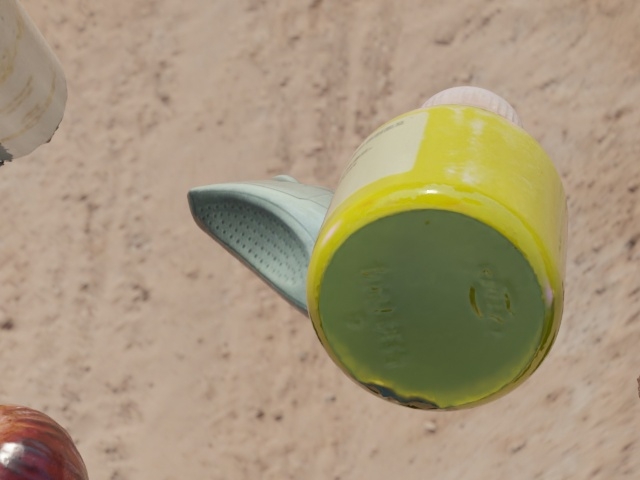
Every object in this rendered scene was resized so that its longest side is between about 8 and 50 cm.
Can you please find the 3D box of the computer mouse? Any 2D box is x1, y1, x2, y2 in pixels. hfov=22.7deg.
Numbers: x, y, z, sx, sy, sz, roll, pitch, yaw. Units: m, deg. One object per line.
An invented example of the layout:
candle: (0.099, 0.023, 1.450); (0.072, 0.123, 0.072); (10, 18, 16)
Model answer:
computer mouse: (0.000, 0.000, 1.786); (0.371, 0.188, 0.122); (33, 106, 42)

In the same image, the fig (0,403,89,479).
fig: (-0.215, 0.190, 1.128); (0.128, 0.128, 0.150); (-40, 76, -8)

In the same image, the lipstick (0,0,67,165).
lipstick: (-0.134, -0.079, 0.529); (0.059, 0.264, 0.059); (0, 81, 0)

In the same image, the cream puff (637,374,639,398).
cream puff: (0.419, 0.122, 1.476); (0.240, 0.240, 0.164); (-21, 39, -4)

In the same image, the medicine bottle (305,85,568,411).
medicine bottle: (0.067, -0.013, 0.822); (0.122, 0.212, 0.122); (4, 116, 8)
